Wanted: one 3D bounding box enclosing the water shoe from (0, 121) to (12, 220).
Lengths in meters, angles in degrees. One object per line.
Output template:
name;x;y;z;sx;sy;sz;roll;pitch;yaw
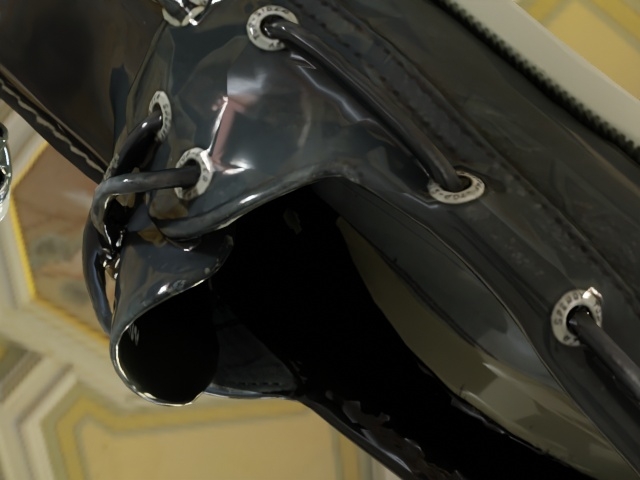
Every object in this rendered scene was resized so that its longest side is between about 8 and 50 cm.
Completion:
water shoe;-0.267;-0.033;0.845;0.203;0.073;0.080;-12;-43;-28

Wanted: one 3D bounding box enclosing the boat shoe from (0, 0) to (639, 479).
boat shoe;0.000;0.003;0.390;0.340;0.113;0.127;35;-31;14
